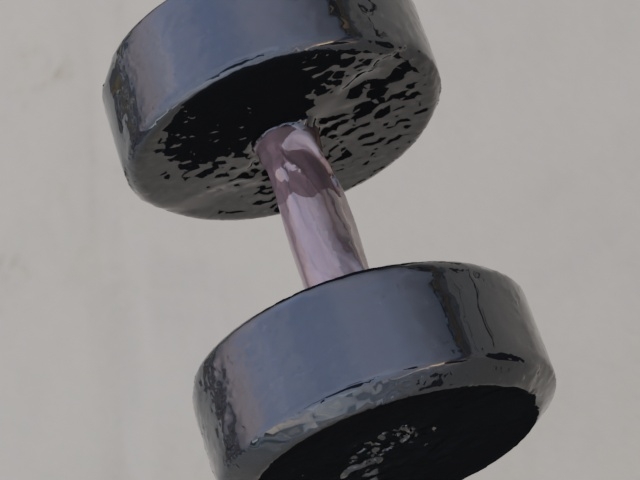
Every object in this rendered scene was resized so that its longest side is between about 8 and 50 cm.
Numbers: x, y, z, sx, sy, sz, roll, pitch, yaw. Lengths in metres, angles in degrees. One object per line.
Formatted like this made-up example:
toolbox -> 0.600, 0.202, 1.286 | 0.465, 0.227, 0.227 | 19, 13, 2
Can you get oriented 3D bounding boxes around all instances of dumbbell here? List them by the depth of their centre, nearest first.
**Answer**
dumbbell -> 0.000, 0.000, 0.879 | 0.152, 0.152, 0.218 | -31, 61, 23
